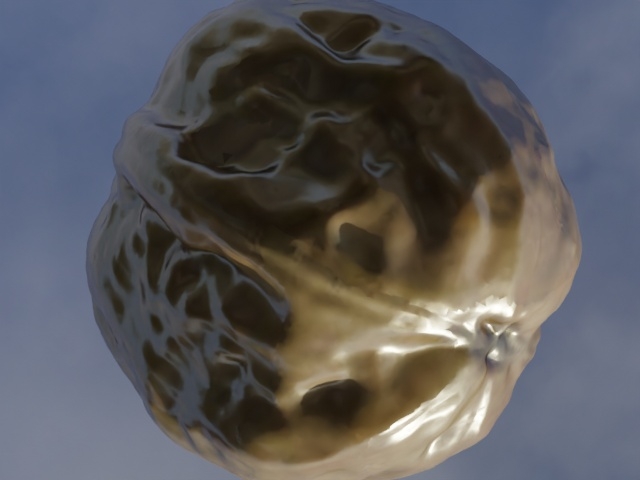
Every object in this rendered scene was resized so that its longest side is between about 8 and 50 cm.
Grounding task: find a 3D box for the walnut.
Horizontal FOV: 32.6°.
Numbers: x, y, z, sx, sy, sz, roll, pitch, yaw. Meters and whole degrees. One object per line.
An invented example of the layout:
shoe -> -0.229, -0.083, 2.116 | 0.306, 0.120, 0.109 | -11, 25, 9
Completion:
walnut -> 0.001, -0.003, 0.595 | 0.227, 0.273, 0.273 | -17, -112, -39
